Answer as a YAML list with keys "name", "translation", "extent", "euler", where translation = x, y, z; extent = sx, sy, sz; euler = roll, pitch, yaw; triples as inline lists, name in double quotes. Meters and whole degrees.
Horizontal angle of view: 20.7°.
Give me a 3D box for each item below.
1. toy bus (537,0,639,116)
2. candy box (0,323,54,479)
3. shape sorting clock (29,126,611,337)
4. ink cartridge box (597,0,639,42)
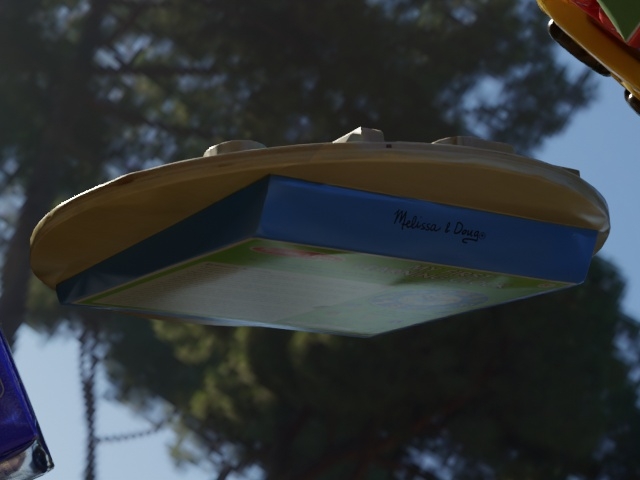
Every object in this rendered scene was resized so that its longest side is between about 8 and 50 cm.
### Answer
- name: "toy bus"
  translation: [0.221, -0.172, 1.208]
  extent: [0.211, 0.149, 0.220]
  euler: [12, 28, -53]
- name: "candy box"
  translation: [-0.334, 0.054, 0.904]
  extent: [0.122, 0.317, 0.268]
  euler: [102, -34, -72]
- name: "shape sorting clock"
  translation: [0.000, 0.000, 0.627]
  extent: [0.206, 0.040, 0.206]
  euler: [-1, -13, 0]
- name: "ink cartridge box"
  translation: [0.240, -0.219, 1.029]
  extent: [0.062, 0.109, 0.209]
  euler: [13, -54, -33]
